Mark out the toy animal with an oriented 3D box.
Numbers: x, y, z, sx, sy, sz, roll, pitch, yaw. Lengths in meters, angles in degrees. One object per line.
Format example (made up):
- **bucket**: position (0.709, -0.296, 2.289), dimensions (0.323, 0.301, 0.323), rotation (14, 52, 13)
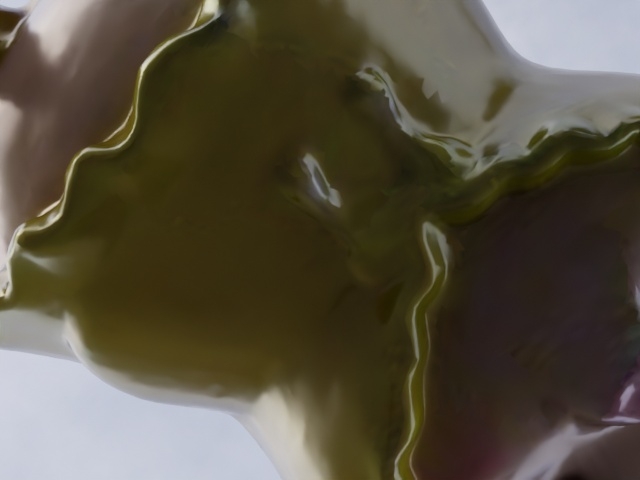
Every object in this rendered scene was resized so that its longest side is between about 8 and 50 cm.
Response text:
- **toy animal**: position (0.004, -0.004, 0.391), dimensions (0.230, 0.156, 0.156), rotation (41, -71, -9)
